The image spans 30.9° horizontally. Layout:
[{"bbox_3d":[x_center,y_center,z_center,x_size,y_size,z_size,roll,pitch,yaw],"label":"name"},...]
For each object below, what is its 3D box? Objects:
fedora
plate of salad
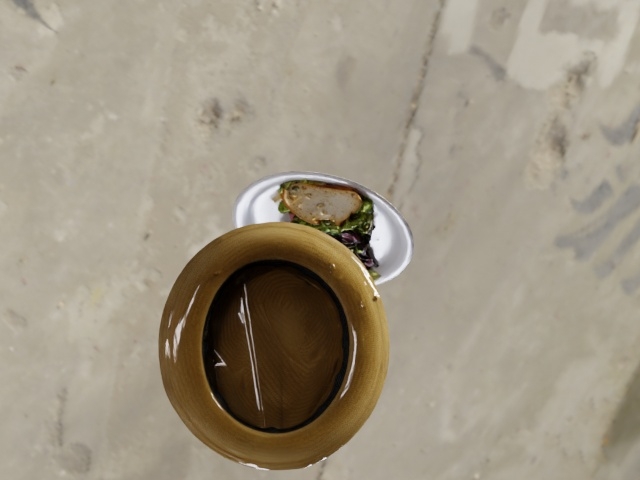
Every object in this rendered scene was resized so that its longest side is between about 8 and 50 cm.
[{"bbox_3d":[-0.037,0.085,0.926,0.194,0.194,0.079,-50,178,-9],"label":"fedora"},{"bbox_3d":[0.000,0.000,1.238,0.200,0.200,0.048,63,32,-46],"label":"plate of salad"}]
